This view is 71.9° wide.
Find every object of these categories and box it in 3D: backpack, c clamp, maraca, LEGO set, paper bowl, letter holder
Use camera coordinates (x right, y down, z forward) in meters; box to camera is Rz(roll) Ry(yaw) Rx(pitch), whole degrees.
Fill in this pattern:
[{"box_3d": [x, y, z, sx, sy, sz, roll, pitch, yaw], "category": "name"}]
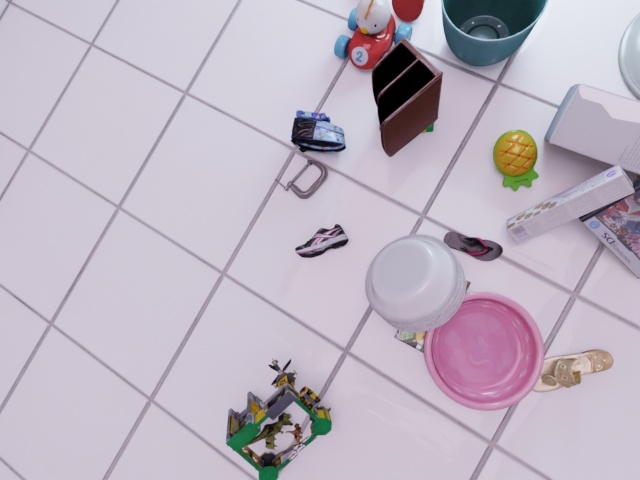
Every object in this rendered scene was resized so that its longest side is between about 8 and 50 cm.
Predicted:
[{"box_3d": [0.002, -0.352, 1.454, 0.173, 0.158, 0.117, 8, 90, 10], "category": "backpack"}, {"box_3d": [-0.060, -0.217, 1.516, 0.160, 0.022, 0.137, -42, 76, 4], "category": "c clamp"}, {"box_3d": [0.599, -0.244, 1.347, 0.127, 0.099, 0.186, -14, 104, 18], "category": "maraca"}, {"box_3d": [-0.135, 0.547, 1.369, 0.255, 0.192, 0.331, 39, 94, -15], "category": "LEGO set"}, {"box_3d": [0.262, 0.111, 1.278, 0.284, 0.148, 0.285, -17, 54, 25], "category": "paper bowl"}, {"box_3d": [0.221, -0.396, 1.298, 0.214, 0.302, 0.152, -41, 77, 5], "category": "letter holder"}]

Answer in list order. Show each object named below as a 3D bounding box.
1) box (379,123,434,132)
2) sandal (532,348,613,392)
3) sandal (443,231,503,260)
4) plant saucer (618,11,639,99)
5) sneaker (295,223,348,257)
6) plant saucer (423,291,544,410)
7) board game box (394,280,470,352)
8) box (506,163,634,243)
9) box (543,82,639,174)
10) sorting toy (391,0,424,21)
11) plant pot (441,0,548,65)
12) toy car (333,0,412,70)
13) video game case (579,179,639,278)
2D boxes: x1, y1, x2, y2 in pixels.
[{"box_3d": [0.288, -0.413, 1.462, 0.179, 0.043, 0.105, 5, 83, 11], "category": "box"}, {"box_3d": [0.705, 0.365, 1.239, 0.239, 0.079, 0.088, -22, 78, 8], "category": "sandal"}, {"box_3d": [0.469, 0.017, 1.360, 0.179, 0.040, 0.067, 17, 85, 14], "category": "sandal"}, {"box_3d": [1.108, -0.564, 1.284, 0.399, 0.100, 0.401, -2, 81, 11], "category": "plant saucer"}, {"box_3d": [0.000, 0.000, 1.456, 0.178, 0.072, 0.077, -17, 67, 1], "category": "sneaker"}, {"box_3d": [0.464, 0.314, 1.281, 0.331, 0.084, 0.333, 0, 85, 4], "category": "plant saucer"}, {"box_3d": [0.346, 0.215, 1.364, 0.136, 0.030, 0.260, 26, 88, 12], "category": "board game box"}, {"box_3d": [0.682, -0.093, 1.231, 0.067, 0.063, 0.324, 46, 130, -12], "category": "box"}, {"box_3d": [0.833, -0.294, 1.217, 0.345, 0.215, 0.169, 25, 114, 15], "category": "box"}, {"box_3d": [0.229, -0.898, 1.534, 0.365, 0.127, 0.126, 36, 61, 17], "category": "sorting toy"}, {"box_3d": [0.513, -0.680, 1.355, 0.292, 0.235, 0.294, -2, 81, 11], "category": "plant pot"}, {"box_3d": [0.162, -0.693, 1.429, 0.219, 0.238, 0.211, 27, 88, 15], "category": "toy car"}, {"box_3d": [0.892, -0.048, 1.164, 0.248, 0.035, 0.275, 44, 134, -3], "category": "video game case"}]
